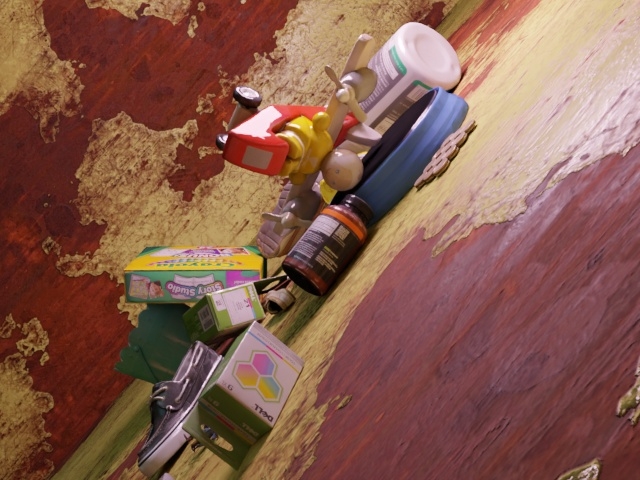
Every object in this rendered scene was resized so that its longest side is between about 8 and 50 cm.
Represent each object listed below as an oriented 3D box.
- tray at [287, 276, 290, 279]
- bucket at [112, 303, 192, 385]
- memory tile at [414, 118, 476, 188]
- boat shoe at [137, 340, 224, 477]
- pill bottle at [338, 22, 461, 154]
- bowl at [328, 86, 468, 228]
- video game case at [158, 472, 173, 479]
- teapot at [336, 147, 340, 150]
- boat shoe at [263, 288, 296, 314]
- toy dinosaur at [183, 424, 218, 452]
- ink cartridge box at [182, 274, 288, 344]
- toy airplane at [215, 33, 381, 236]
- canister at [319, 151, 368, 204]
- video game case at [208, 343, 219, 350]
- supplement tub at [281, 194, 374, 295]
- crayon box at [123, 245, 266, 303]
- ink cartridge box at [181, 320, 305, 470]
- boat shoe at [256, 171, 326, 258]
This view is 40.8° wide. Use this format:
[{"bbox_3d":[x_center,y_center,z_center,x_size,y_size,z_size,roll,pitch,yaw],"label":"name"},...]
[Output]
[{"bbox_3d":[0.000,0.000,2.087,0.145,0.030,0.270,-45,9,25],"label":"tray"},{"bbox_3d":[-0.458,0.291,2.493,0.281,0.183,0.281,-62,6,11],"label":"bucket"},{"bbox_3d":[0.235,-0.161,1.620,0.148,0.012,0.113,-54,9,-27],"label":"memory tile"},{"bbox_3d":[-0.309,0.346,1.809,0.121,0.119,0.335,-43,10,37],"label":"boat shoe"},{"bbox_3d":[0.182,-0.380,2.257,0.361,0.204,0.204,-41,11,44],"label":"pill bottle"},{"bbox_3d":[0.160,-0.176,1.875,0.391,0.077,0.391,-48,8,9],"label":"bowl"},{"bbox_3d":[-0.332,0.516,1.487,0.193,0.023,0.212,-49,7,2],"label":"video game case"},{"bbox_3d":[0.034,-0.229,2.490,0.256,0.187,0.252,-11,51,34],"label":"teapot"},{"bbox_3d":[-0.102,0.140,1.907,0.045,0.050,0.135,-47,6,-27],"label":"boat shoe"},{"bbox_3d":[-0.206,0.343,1.564,0.082,0.047,0.090,-33,-8,-16],"label":"toy dinosaur"},{"bbox_3d":[-0.185,0.171,2.124,0.255,0.097,0.189,-14,-13,-32],"label":"ink cartridge box"},{"bbox_3d":[0.004,-0.201,1.818,0.384,0.272,0.386,-40,-30,-8],"label":"toy airplane"},{"bbox_3d":[0.076,-0.160,2.181,0.126,0.073,0.170,-21,16,19],"label":"canister"},{"bbox_3d":[-0.275,0.231,2.463,0.210,0.042,0.232,-49,8,4],"label":"video game case"},{"bbox_3d":[0.021,0.005,1.674,0.198,0.106,0.106,-51,8,-17],"label":"supplement tub"},{"bbox_3d":[-0.337,0.091,2.413,0.313,0.363,0.106,-94,3,-80],"label":"crayon box"},{"bbox_3d":[-0.112,0.231,1.310,0.062,0.109,0.209,-44,9,37],"label":"ink cartridge box"},{"bbox_3d":[-0.052,-0.078,2.368,0.116,0.123,0.324,7,-46,-44],"label":"boat shoe"}]
